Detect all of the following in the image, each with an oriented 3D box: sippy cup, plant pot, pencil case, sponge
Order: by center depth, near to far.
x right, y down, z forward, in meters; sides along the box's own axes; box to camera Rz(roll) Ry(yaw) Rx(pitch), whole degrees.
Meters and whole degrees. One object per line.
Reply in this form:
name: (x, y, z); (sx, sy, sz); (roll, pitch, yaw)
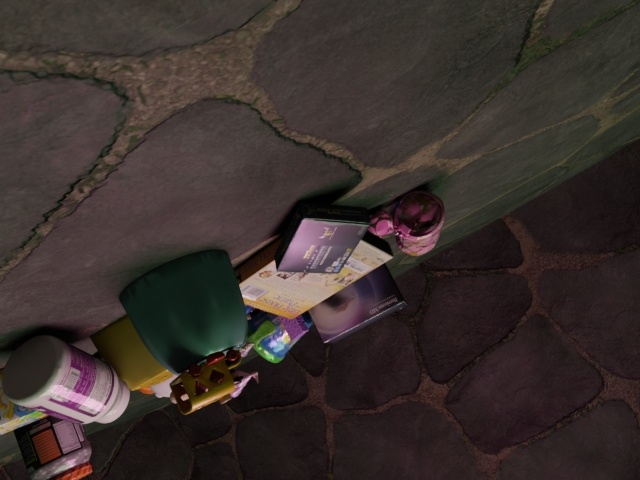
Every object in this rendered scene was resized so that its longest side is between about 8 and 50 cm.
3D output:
plant pot: (-0.318, 0.196, 1.463); (0.293, 0.235, 0.293); (-26, 167, -6)
plant pot: (-0.483, 0.308, 1.673); (0.212, 0.187, 0.212); (-30, 166, 15)
pencil case: (0.122, -0.031, 1.788); (0.209, 0.095, 0.098); (-24, 129, -20)
pencil case: (0.326, -0.049, 1.958); (0.167, 0.160, 0.386); (5, 171, 10)
sponge: (-0.122, 0.258, 2.135); (0.031, 0.210, 0.117); (-21, 166, -32)
sippy cup: (-0.165, 0.351, 2.429); (0.224, 0.240, 0.305); (-41, -157, 12)

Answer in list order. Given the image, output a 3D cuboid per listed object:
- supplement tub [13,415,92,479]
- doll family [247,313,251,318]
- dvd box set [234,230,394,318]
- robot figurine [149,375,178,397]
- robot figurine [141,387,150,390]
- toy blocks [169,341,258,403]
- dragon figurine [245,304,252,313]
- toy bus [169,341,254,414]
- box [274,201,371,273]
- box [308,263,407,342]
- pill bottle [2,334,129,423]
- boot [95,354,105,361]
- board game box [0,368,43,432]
supplement tub: (-0.867, 0.633, 1.883); (0.194, 0.315, 0.193); (-25, 167, -6)
doll family: (-0.333, 0.300, 2.200); (0.111, 0.076, 0.193); (-26, 163, 14)
dvd box set: (-0.039, 0.084, 1.708); (0.420, 0.062, 0.308); (-35, 140, 28)
robot figurine: (-0.513, 0.463, 2.176); (0.353, 0.200, 0.299); (-5, 130, -59)
robot figurine: (-0.676, 0.534, 2.299); (0.158, 0.128, 0.219); (-44, 174, -25)
toy blocks: (-0.309, 0.362, 1.903); (0.260, 0.288, 0.309); (-28, 153, 29)
dragon figurine: (-0.235, 0.205, 1.986); (0.144, 0.085, 0.289); (-26, 166, -1)
toy bus: (-0.248, 0.333, 1.377); (0.202, 0.104, 0.191); (-28, 167, 7)
box: (0.000, 0.000, 1.496); (0.184, 0.059, 0.232); (5, 141, -22)
box: (0.091, 0.151, 1.959); (0.296, 0.294, 0.183); (-29, 167, 6)
pill bottle: (-0.619, 0.361, 1.459); (0.169, 0.169, 0.301); (-28, 145, 4)
boot: (-0.655, 0.382, 1.902); (0.137, 0.076, 0.198); (-28, 154, 25)
board game box: (-0.831, 0.424, 1.536); (0.275, 0.142, 0.144); (-17, 164, -36)
